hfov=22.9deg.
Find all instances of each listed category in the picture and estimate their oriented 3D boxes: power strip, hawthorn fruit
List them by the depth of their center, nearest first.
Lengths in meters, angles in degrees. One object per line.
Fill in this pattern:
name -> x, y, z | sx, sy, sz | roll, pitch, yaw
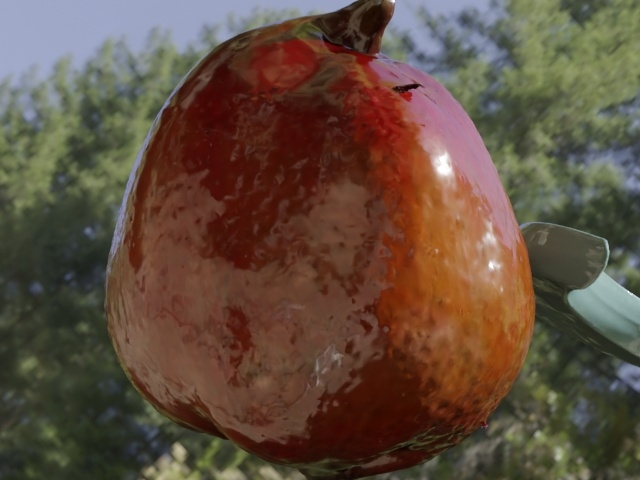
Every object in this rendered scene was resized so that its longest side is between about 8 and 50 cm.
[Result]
hawthorn fruit -> -0.010, 0.014, 1.064 | 0.295, 0.295, 0.311 | -24, -92, 48
power strip -> 0.210, 0.048, 1.185 | 0.137, 0.044, 0.216 | 17, -14, 45
